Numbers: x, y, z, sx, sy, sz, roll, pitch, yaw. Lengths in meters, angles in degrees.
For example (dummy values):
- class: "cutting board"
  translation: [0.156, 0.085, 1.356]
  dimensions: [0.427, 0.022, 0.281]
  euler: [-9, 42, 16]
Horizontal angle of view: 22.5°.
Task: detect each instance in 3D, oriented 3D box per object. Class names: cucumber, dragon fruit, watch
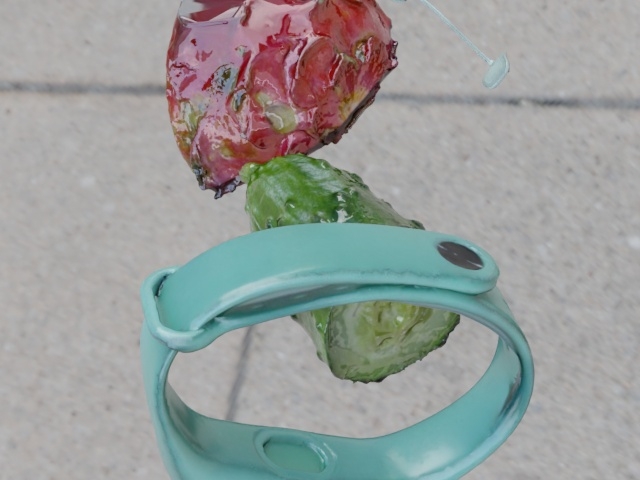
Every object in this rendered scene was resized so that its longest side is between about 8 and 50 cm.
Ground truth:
- class: "cucumber"
  translation: [0.003, -0.001, 1.293]
  dimensions: [0.134, 0.134, 0.244]
  euler: [-50, 47, 5]
- class: "dragon fruit"
  translation: [-0.046, -0.169, 1.466]
  dimensions: [0.163, 0.189, 0.262]
  euler: [-22, 36, 58]
- class: "watch"
  translation: [0.004, 0.079, 0.910]
  dimensions: [0.068, 0.237, 0.195]
  euler: [-109, 37, -51]

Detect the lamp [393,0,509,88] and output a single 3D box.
- class: "lamp"
  translation: [0.153, -0.268, 1.987]
  dimensions: [0.198, 0.056, 0.050]
  euler: [39, 113, -7]
